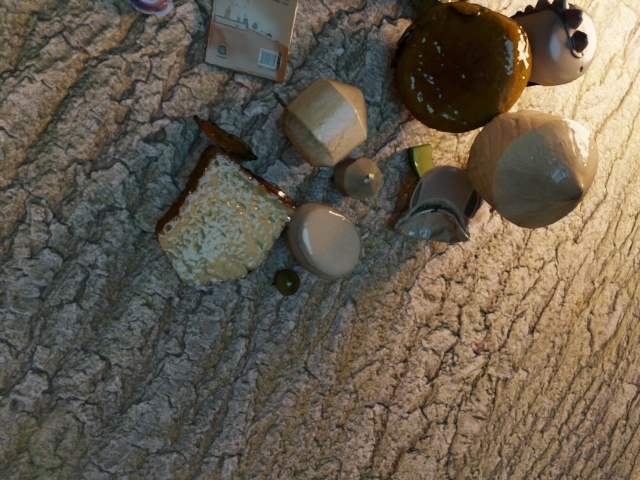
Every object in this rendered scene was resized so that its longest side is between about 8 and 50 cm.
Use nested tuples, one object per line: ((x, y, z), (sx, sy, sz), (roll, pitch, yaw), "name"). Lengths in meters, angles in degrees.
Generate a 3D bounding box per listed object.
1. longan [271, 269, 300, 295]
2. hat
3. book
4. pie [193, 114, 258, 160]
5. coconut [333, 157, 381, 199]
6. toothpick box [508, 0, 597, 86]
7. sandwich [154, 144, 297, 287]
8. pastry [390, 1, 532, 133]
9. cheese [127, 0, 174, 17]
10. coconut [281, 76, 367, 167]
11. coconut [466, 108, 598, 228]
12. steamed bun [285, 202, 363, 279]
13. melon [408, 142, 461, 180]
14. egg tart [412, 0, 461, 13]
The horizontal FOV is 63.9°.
((-0.097, 0.117, 1.406), (0.083, 0.075, 0.075), (-13, 111, 25), "longan")
((0.331, -0.104, 1.473), (0.220, 0.164, 0.225), (11, 97, -3), "hat")
((-0.162, -0.557, 1.255), (0.208, 0.020, 0.295), (9, 98, -23), "book")
((-0.228, -0.244, 1.261), (0.191, 0.088, 0.033), (31, 118, -24), "pie")
((0.105, -0.166, 1.387), (0.116, 0.122, 0.116), (-4, 102, -20), "coconut")
((0.595, -0.532, 1.395), (0.229, 0.316, 0.228), (-4, 102, -20), "toothpick box")
((-0.251, -0.033, 1.275), (0.262, 0.131, 0.325), (35, 85, -25), "sandwich")
((0.364, -0.449, 1.339), (0.356, 0.164, 0.355), (7, 111, 19), "pastry")
((-0.408, -0.587, 1.141), (0.105, 0.042, 0.191), (-43, 112, -9), "cheese")
((0.023, -0.301, 1.288), (0.222, 0.202, 0.202), (-42, 113, -3), "coconut")
((0.534, -0.172, 1.276), (0.329, 0.329, 0.328), (-5, 103, -20), "coconut")
((0.000, 0.000, 1.378), (0.228, 0.131, 0.177), (41, 75, -22), "steamed bun")
((0.335, -0.206, 1.504), (0.118, 0.064, 0.209), (-45, 111, -6), "melon")
((0.332, -0.688, 1.388), (0.197, 0.078, 0.197), (-4, 101, -21), "egg tart")
